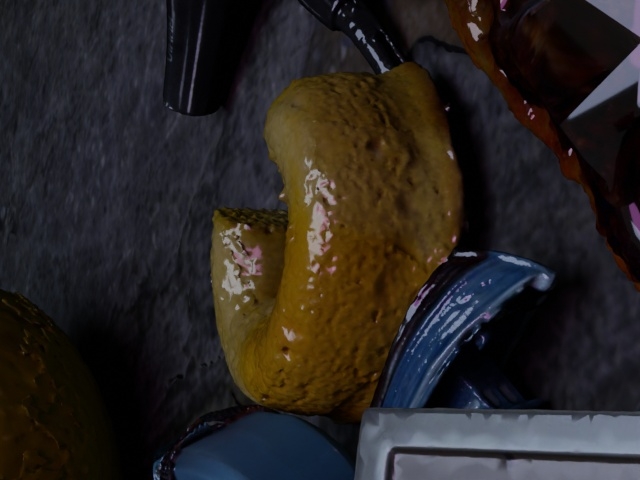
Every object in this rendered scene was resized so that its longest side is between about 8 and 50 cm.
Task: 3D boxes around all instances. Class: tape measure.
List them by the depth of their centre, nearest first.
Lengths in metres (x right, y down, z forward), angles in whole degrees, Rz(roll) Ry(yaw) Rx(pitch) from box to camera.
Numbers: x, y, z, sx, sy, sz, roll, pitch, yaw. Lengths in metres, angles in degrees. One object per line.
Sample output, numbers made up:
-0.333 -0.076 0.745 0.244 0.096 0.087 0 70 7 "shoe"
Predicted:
-0.019 0.144 0.769 0.125 0.081 0.146 4 115 53 "tape measure"

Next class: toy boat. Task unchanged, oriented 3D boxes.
0.059 0.063 0.689 0.061 0.060 0.137 36 118 30 "toy boat"

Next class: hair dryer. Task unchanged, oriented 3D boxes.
-0.020 -0.120 0.874 0.219 0.075 0.195 47 136 45 "hair dryer"

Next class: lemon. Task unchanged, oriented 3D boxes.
-0.254 0.139 1.034 0.310 0.258 0.258 39 119 50 "lemon"

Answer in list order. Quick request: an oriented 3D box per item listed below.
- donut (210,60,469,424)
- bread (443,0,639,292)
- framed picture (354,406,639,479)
0.001 0.011 0.784 0.181 0.078 0.146 -48 44 51 "donut"
0.111 -0.096 0.599 0.269 0.095 0.139 61 140 26 "bread"
0.090 0.199 0.537 0.232 0.019 0.296 -3 74 40 "framed picture"
